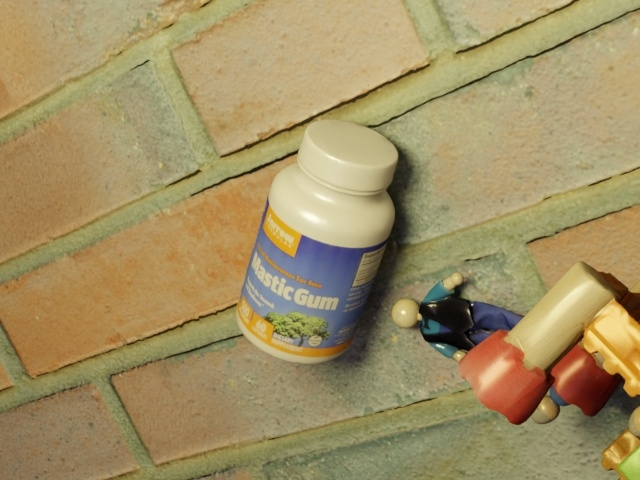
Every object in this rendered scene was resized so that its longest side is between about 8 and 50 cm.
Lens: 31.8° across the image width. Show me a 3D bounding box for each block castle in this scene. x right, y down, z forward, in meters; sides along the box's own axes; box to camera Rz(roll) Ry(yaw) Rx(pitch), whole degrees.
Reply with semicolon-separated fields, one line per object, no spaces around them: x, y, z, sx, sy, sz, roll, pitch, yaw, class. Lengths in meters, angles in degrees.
0.358;0.245;1.078;0.213;0.303;0.453;-50;63;18;block castle

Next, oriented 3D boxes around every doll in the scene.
0.171;0.097;1.347;0.189;0.046;0.129;9;124;34;doll

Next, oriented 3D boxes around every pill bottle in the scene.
0.000;0.000;1.342;0.152;0.152;0.272;28;122;18;pill bottle

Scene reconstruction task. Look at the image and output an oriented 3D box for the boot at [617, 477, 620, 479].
0.340;0.308;1.320;0.236;0.085;0.178;18;113;23;boot
